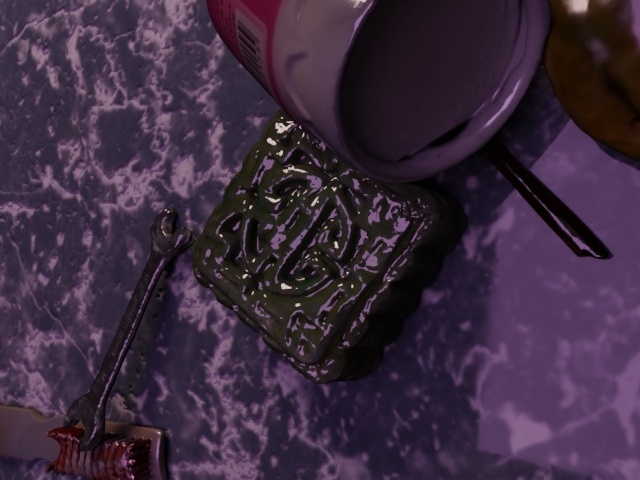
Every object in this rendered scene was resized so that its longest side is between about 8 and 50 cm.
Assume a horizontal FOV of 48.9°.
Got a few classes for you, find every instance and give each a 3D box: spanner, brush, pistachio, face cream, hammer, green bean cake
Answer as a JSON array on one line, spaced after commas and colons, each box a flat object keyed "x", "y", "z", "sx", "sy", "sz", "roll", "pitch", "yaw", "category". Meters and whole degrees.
[{"x": -0.193, "y": 0.087, "z": 0.704, "sx": 0.054, "sy": 0.015, "sz": 0.254, "roll": 23, "pitch": 89, "yaw": 35, "category": "spanner"}, {"x": -0.302, "y": 0.222, "z": 0.771, "sx": 0.321, "sy": 0.050, "sz": 0.060, "roll": -2, "pitch": 91, "yaw": 31, "category": "brush"}, {"x": 0.199, "y": -0.142, "z": 0.462, "sx": 0.110, "sy": 0.100, "sz": 0.189, "roll": -7, "pitch": 85, "yaw": 26, "category": "pistachio"}, {"x": 0.032, "y": -0.158, "z": 0.494, "sx": 0.175, "sy": 0.175, "sz": 0.195, "roll": -54, "pitch": 49, "yaw": 17, "category": "face cream"}, {"x": 0.147, "y": -0.047, "z": 0.537, "sx": 0.065, "sy": 0.021, "sz": 0.178, "roll": -47, "pitch": 69, "yaw": 20, "category": "hammer"}, {"x": 0.000, "y": 0.000, "z": 0.583, "sx": 0.183, "sy": 0.094, "sz": 0.185, "roll": 39, "pitch": 102, "yaw": 27, "category": "green bean cake"}]
